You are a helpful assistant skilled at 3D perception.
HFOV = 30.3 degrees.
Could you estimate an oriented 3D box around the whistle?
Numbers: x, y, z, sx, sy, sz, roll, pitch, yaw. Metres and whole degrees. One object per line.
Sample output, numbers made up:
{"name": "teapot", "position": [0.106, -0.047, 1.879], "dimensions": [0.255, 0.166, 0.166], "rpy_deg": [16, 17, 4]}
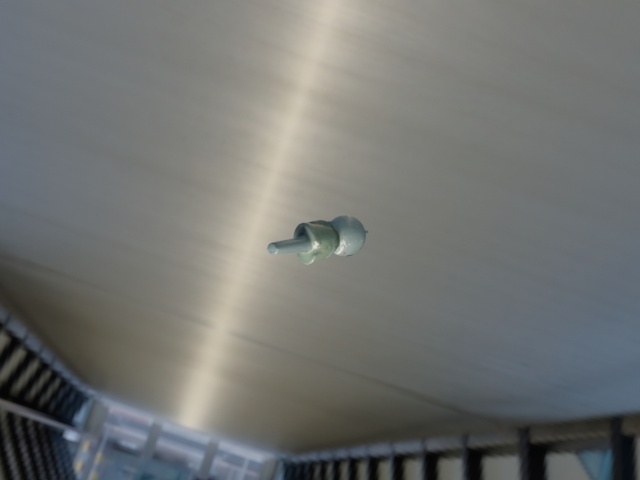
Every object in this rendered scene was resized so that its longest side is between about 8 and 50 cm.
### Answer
{"name": "whistle", "position": [0.000, 0.000, 0.972], "dimensions": [0.100, 0.035, 0.035], "rpy_deg": [-10, -173, -38]}
